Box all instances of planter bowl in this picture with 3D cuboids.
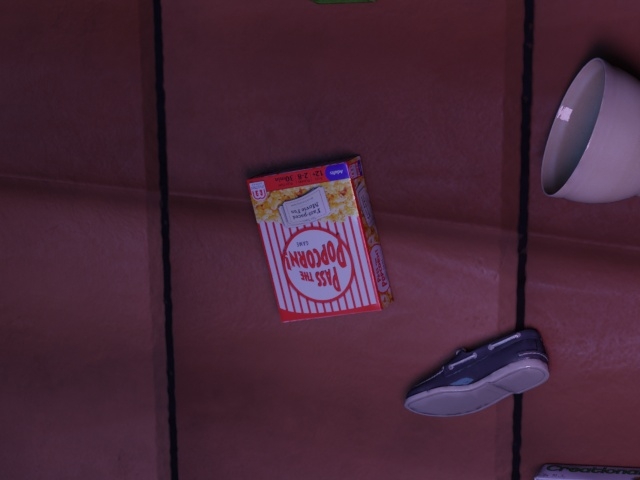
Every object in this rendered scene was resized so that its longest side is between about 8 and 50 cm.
[{"bbox_3d":[0.328,-0.109,1.682,0.109,0.162,0.162,18,114,-9],"label":"planter bowl"}]

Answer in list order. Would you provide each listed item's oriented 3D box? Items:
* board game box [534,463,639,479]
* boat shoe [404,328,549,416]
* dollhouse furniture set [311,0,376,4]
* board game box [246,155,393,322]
[{"bbox_3d":[0.417,0.372,1.821,0.305,0.053,0.192,-1,104,26],"label":"board game box"},{"bbox_3d":[0.193,0.165,1.880,0.206,0.075,0.065,-24,50,34],"label":"boat shoe"},{"bbox_3d":[-0.076,-0.398,1.836,0.302,0.151,0.197,6,87,42],"label":"dollhouse furniture set"},{"bbox_3d":[0.000,0.000,1.922,0.147,0.045,0.193,-9,100,28],"label":"board game box"}]
